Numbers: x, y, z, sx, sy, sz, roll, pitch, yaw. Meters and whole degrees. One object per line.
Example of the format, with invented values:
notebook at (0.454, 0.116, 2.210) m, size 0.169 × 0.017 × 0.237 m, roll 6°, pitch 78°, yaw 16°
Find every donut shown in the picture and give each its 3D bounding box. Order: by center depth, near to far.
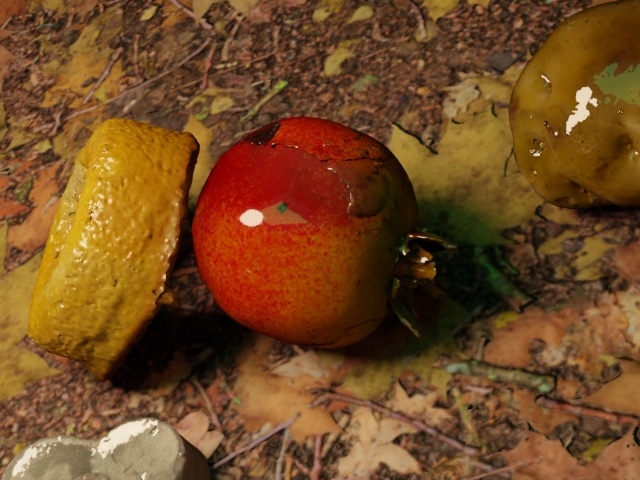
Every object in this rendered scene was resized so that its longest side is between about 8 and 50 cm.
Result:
donut at (-0.190, 0.006, 1.416) m, size 0.118 × 0.253 × 0.253 m, roll 16°, pitch 53°, yaw -15°

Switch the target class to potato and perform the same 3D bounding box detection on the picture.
potato at (0.343, -0.141, 1.333) m, size 0.369 × 0.176 × 0.195 m, roll -15°, pitch 11°, yaw 12°

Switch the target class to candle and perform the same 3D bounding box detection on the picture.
candle at (-0.193, 0.243, 1.328) m, size 0.192 × 0.068 × 0.168 m, roll -15°, pitch 52°, yaw 17°

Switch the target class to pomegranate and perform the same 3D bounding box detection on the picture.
pomegranate at (0.000, 0.000, 1.344) m, size 0.235 × 0.210 × 0.210 m, roll 23°, pitch 65°, yaw 17°
